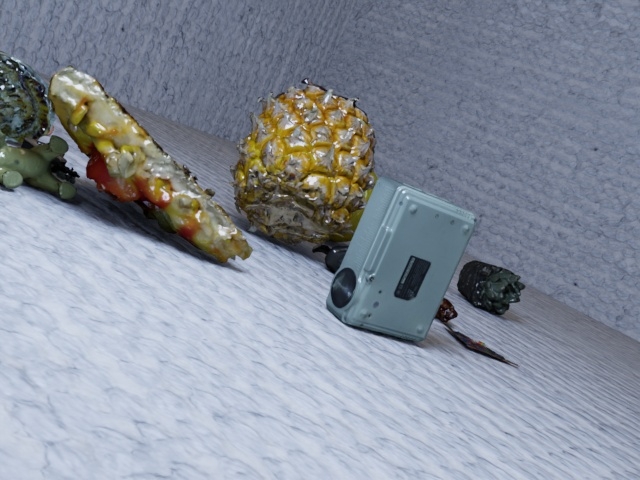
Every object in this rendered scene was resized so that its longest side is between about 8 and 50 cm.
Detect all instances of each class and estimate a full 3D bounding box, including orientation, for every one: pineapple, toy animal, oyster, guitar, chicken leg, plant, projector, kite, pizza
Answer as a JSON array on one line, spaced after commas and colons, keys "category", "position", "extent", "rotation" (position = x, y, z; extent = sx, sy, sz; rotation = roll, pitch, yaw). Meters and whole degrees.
[{"category": "pineapple", "position": [-0.036, -0.154, 1.738], "extent": [0.352, 0.300, 0.352], "rotation": [12, -35, 8]}, {"category": "toy animal", "position": [0.074, 0.051, 1.685], "extent": [0.148, 0.085, 0.232], "rotation": [17, 14, -32]}, {"category": "toy animal", "position": [-0.505, -0.130, 1.238], "extent": [0.101, 0.103, 0.218], "rotation": [6, -1, 35]}, {"category": "oyster", "position": [-0.699, -0.312, 1.520], "extent": [0.350, 0.162, 0.158], "rotation": [24, -12, -16]}, {"category": "guitar", "position": [-0.503, -0.144, 1.443], "extent": [0.083, 0.038, 0.271], "rotation": [17, 8, -35]}, {"category": "chicken leg", "position": [0.237, 0.131, 1.750], "extent": [0.089, 0.048, 0.219], "rotation": [22, 8, -35]}, {"category": "plant", "position": [0.478, 0.134, 2.143], "extent": [0.129, 0.132, 0.194], "rotation": [15, 6, -28]}, {"category": "projector", "position": [0.143, 0.039, 1.340], "extent": [0.191, 0.257, 0.099], "rotation": [18, 10, -30]}, {"category": "kite", "position": [0.323, 0.216, 1.588], "extent": [0.190, 0.010, 0.159], "rotation": [30, 9, 28]}, {"category": "pizza", "position": [-0.294, -0.091, 1.317], "extent": [0.406, 0.130, 0.440], "rotation": [41, -10, 10]}]

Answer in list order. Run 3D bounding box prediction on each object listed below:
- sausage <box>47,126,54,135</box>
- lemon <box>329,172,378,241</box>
[{"category": "sausage", "position": [-0.699, -0.292, 1.858], "extent": [0.129, 0.034, 0.034], "rotation": [28, 9, 29]}, {"category": "lemon", "position": [0.061, -0.109, 2.149], "extent": [0.240, 0.241, 0.219], "rotation": [26, -4, 18]}]
